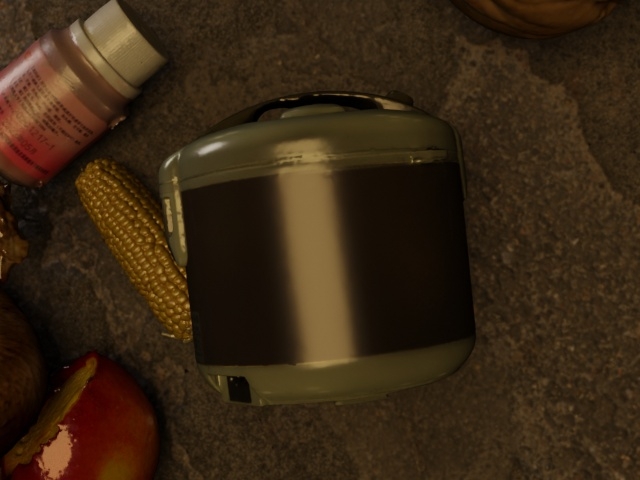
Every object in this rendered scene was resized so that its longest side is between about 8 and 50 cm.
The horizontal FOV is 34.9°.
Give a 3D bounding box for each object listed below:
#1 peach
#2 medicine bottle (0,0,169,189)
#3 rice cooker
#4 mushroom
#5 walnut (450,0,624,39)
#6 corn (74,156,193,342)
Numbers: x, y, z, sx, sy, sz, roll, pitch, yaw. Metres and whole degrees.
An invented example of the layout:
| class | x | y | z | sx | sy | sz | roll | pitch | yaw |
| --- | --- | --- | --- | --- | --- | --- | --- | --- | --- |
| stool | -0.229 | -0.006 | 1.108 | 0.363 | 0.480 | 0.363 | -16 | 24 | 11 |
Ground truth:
| class | x | y | z | sx | sy | sz | roll | pitch | yaw |
| --- | --- | --- | --- | --- | --- | --- | --- | --- | --- |
| peach | -0.300 | 0.249 | 1.244 | 0.196 | 0.190 | 0.226 | 2 | 98 | 17 |
| medicine bottle | -0.311 | -0.184 | 1.257 | 0.247 | 0.147 | 0.147 | -39 | 86 | 7 |
| rice cooker | 0.000 | 0.000 | 1.124 | 0.335 | 0.335 | 0.325 | -7 | 91 | 9 |
| mushroom | -0.469 | 0.133 | 1.174 | 0.334 | 0.356 | 0.331 | -22 | 56 | -21 |
| walnut | 0.237 | -0.389 | 1.102 | 0.333 | 0.333 | 0.332 | 0 | 92 | 9 |
| corn | -0.213 | 0.010 | 1.275 | 0.091 | 0.091 | 0.260 | -35 | 85 | -28 |
